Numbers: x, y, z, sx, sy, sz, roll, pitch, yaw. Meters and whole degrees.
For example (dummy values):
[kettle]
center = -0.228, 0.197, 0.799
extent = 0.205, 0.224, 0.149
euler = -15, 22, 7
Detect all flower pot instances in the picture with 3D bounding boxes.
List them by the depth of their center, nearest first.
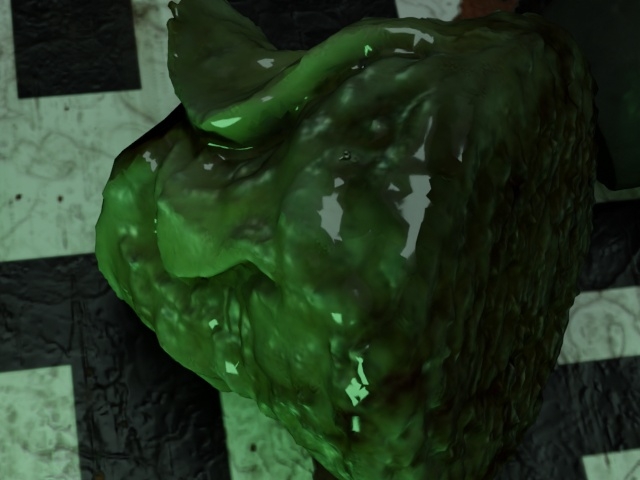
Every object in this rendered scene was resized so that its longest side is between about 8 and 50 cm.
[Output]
[flower pot]
center = 0.278, -0.149, 1.063
extent = 0.166, 0.269, 0.269
euler = -27, 70, 2

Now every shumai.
[shumai]
center = 0.000, 0.000, 0.921
extent = 0.348, 0.395, 0.395
euler = 8, 62, 23
